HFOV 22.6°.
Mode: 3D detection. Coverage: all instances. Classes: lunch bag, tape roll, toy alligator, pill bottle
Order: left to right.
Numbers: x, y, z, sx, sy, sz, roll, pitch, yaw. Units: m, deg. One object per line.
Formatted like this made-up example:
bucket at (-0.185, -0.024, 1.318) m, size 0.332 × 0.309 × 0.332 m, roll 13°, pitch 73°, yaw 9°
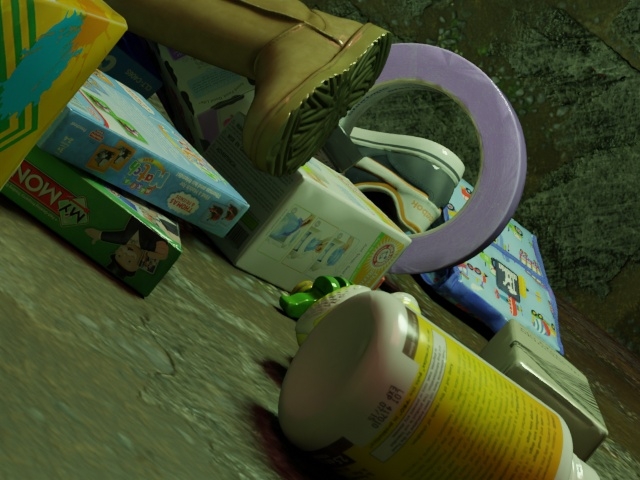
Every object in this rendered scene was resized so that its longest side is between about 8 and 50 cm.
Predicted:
toy alligator at (0.031, 0.068, 1.441) m, size 0.189 × 0.051 × 0.056 m, roll 30°, pitch 12°, yaw -50°
tape roll at (0.108, -0.096, 1.929) m, size 0.275 × 0.275 × 0.090 m, roll 40°, pitch 7°, yaw 10°
pill bottle at (0.085, 0.134, 1.062) m, size 0.215 × 0.117 × 0.117 m, roll 36°, pitch 8°, yaw -22°
lunch bag at (0.224, 0.056, 2.277) m, size 0.221 × 0.138 × 0.293 m, roll 36°, pitch 20°, yaw -27°

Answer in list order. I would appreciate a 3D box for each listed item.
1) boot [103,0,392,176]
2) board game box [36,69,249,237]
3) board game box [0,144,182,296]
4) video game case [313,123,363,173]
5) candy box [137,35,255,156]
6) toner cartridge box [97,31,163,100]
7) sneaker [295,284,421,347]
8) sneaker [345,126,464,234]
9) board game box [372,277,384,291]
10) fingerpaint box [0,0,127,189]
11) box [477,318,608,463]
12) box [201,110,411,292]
boot at (-0.100, -0.173, 1.435) m, size 0.269 × 0.089 × 0.236 m, roll 25°, pitch 36°, yaw 15°
board game box at (-0.162, -0.088, 1.149) m, size 0.160 × 0.039 × 0.211 m, roll 45°, pitch 10°, yaw 35°
board game box at (-0.206, -0.080, 1.210) m, size 0.213 × 0.046 × 0.317 m, roll 36°, pitch 8°, yaw -14°
video game case at (-0.071, -0.176, 1.705) m, size 0.248 × 0.035 × 0.275 m, roll 55°, pitch -10°, yaw -9°
candy box at (-0.119, -0.155, 1.590) m, size 0.196 × 0.070 × 0.165 m, roll 59°, pitch -11°, yaw 32°
toner cartridge box at (-0.288, -0.278, 1.589) m, size 0.165 × 0.075 × 0.348 m, roll 36°, pitch 18°, yaw -51°
sneaker at (0.051, 0.109, 1.259) m, size 0.126 × 0.091 × 0.240 m, roll 60°, pitch 12°, yaw 14°
sneaker at (0.040, -0.080, 2.164) m, size 0.321 × 0.127 × 0.126 m, roll 10°, pitch -23°, yaw 48°
board game box at (0.000, 0.000, 1.721) m, size 0.146 × 0.045 × 0.193 m, roll 38°, pitch 8°, yaw -3°
fingerpaint box at (-0.351, -0.192, 0.738) m, size 0.445 × 0.163 × 0.371 m, roll 40°, pitch 8°, yaw 6°
box at (0.199, 0.159, 1.545) m, size 0.113 × 0.094 × 0.275 m, roll 39°, pitch 8°, yaw 0°
box at (-0.024, -0.020, 1.503) m, size 0.114 × 0.103 × 0.203 m, roll 45°, pitch 10°, yaw 36°
